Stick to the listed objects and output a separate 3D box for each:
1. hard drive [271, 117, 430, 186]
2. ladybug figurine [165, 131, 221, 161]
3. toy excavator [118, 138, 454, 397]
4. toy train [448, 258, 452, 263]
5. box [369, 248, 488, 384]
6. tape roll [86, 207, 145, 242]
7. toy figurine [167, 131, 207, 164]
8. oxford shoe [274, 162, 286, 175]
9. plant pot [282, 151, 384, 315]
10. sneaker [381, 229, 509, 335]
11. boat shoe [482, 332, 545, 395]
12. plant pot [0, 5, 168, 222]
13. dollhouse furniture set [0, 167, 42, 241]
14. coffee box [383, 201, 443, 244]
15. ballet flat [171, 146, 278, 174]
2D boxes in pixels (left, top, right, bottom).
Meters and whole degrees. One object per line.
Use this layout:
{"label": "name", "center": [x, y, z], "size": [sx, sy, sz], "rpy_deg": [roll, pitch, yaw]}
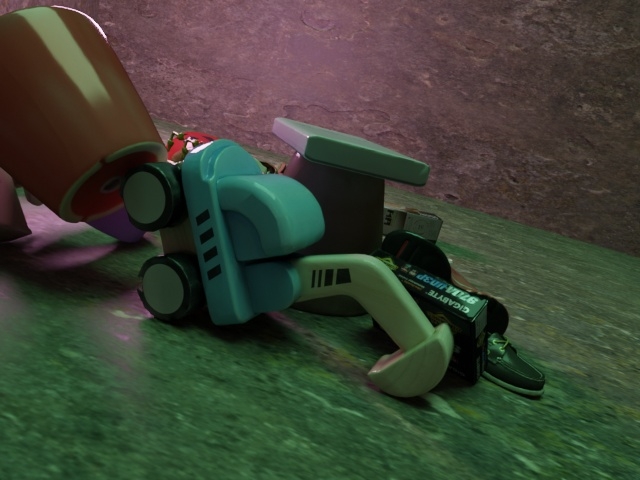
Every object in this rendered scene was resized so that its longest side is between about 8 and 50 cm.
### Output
{"label": "hard drive", "center": [0.042, -0.188, 1.035], "size": [0.232, 0.047, 0.353], "rpy_deg": [11, 15, -18]}
{"label": "ladybug figurine", "center": [-0.406, -0.281, 1.812], "size": [0.304, 0.162, 0.449], "rpy_deg": [5, 18, -33]}
{"label": "toy excavator", "center": [-0.046, 0.036, 0.809], "size": [0.444, 0.434, 0.222], "rpy_deg": [-10, 4, 24]}
{"label": "toy train", "center": [0.288, 0.060, 1.468], "size": [0.166, 0.046, 0.125], "rpy_deg": [5, 19, -23]}
{"label": "box", "center": [0.176, 0.127, 0.870], "size": [0.220, 0.175, 0.051], "rpy_deg": [27, 56, 37]}
{"label": "tape roll", "center": [-0.464, -0.116, 1.061], "size": [0.274, 0.090, 0.275], "rpy_deg": [40, 2, -1]}
{"label": "toy figurine", "center": [-0.387, -0.177, 1.297], "size": [0.362, 0.191, 0.217], "rpy_deg": [31, 14, 32]}
{"label": "oxford shoe", "center": [-0.201, -0.235, 1.933], "size": [0.130, 0.123, 0.348], "rpy_deg": [8, 14, -3]}
{"label": "plant pot", "center": [0.009, -0.035, 1.087], "size": [0.322, 0.281, 0.323], "rpy_deg": [15, 14, -4]}
{"label": "sneaker", "center": [0.241, 0.098, 1.074], "size": [0.313, 0.116, 0.136], "rpy_deg": [40, -2, -7]}
{"label": "boat shoe", "center": [0.301, 0.196, 0.926], "size": [0.081, 0.069, 0.227], "rpy_deg": [-1, 22, -46]}
{"label": "plant pot", "center": [-0.396, -0.178, 0.814], "size": [0.243, 0.275, 0.275], "rpy_deg": [51, 21, 5]}
{"label": "dollhouse furniture set", "center": [-0.700, -0.058, 0.905], "size": [0.303, 0.198, 0.286], "rpy_deg": [-19, -3, -7]}
{"label": "coffee box", "center": [0.292, -0.069, 1.831], "size": [0.246, 0.098, 0.141], "rpy_deg": [12, 15, -8]}
{"label": "ballet flat", "center": [-0.286, -0.236, 1.581], "size": [0.342, 0.116, 0.124], "rpy_deg": [16, -25, -11]}
